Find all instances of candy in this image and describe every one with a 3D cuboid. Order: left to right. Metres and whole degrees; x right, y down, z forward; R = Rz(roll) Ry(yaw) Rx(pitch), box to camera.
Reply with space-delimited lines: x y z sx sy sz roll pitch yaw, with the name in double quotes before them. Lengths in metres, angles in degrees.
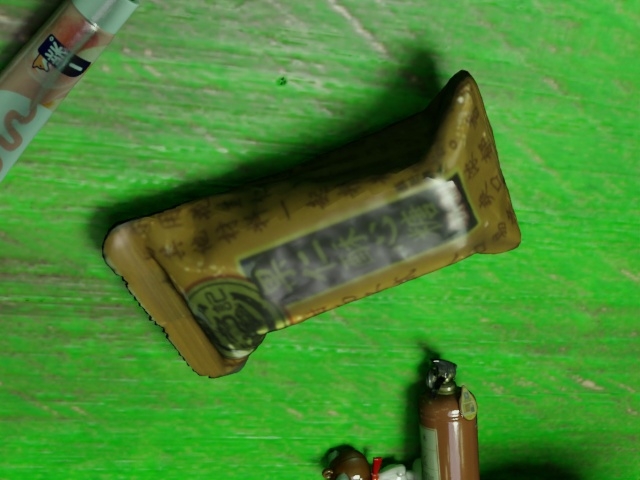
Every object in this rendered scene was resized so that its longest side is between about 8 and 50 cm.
"candy" 0.000 0.000 0.749 0.271 0.101 0.143 -23 115 4

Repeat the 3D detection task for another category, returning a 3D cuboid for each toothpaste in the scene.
"toothpaste" -0.190 -0.082 0.690 0.056 0.036 0.205 35 108 -30

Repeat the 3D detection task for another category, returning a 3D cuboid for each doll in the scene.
"doll" 0.044 0.191 0.894 0.085 0.040 0.058 -11 132 -4

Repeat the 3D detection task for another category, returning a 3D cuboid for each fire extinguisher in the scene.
"fire extinguisher" 0.101 0.170 0.870 0.050 0.062 0.177 1 104 25
